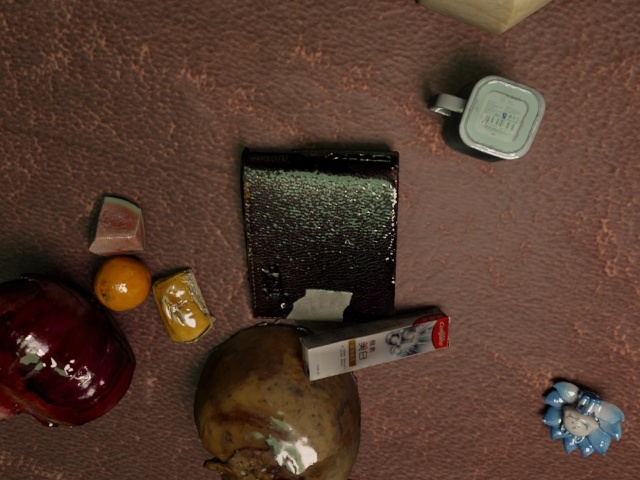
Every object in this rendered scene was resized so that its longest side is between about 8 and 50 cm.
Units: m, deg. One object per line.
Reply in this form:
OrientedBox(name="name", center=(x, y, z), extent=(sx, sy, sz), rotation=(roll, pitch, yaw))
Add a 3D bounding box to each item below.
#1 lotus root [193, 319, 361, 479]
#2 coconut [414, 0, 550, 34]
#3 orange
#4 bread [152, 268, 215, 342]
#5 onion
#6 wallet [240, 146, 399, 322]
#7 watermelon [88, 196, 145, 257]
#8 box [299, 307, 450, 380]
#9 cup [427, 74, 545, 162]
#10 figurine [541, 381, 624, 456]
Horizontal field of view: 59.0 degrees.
OrientedBox(name="lotus root", center=(-0.072, 0.279, 0.835), extent=(0.272, 0.192, 0.272), rotation=(3, 113, 7))
OrientedBox(name="coconut", center=(0.194, -0.341, 0.623), extent=(0.222, 0.202, 0.202), rotation=(-31, 101, 7))
OrientedBox(name="orange", center=(-0.292, 0.063, 0.835), extent=(0.084, 0.083, 0.083), rotation=(1, 106, 4))
OrientedBox(name="bread", center=(-0.210, 0.103, 0.854), extent=(0.072, 0.053, 0.106), rotation=(-19, 98, 6))
OrientedBox(name="onion", center=(-0.386, 0.169, 0.788), extent=(0.252, 0.252, 0.219), rotation=(34, 63, -5))
OrientedBox(name="wallet", center=(0.000, 0.000, 0.804), extent=(0.221, 0.071, 0.262), rotation=(1, 113, 4))
OrientedBox(name="watermelon", center=(-0.297, -0.019, 0.820), extent=(0.085, 0.072, 0.092), rotation=(-18, 100, -8))
OrientedBox(name="box", center=(0.079, 0.145, 0.804), extent=(0.218, 0.039, 0.055), rotation=(-11, 113, -17))
OrientedBox(name="cup", center=(0.200, -0.157, 0.711), extent=(0.128, 0.129, 0.095), rotation=(21, 100, 2))
OrientedBox(name="figurine", center=(0.382, 0.272, 0.839), extent=(0.114, 0.079, 0.114), rotation=(2, 93, 28))
